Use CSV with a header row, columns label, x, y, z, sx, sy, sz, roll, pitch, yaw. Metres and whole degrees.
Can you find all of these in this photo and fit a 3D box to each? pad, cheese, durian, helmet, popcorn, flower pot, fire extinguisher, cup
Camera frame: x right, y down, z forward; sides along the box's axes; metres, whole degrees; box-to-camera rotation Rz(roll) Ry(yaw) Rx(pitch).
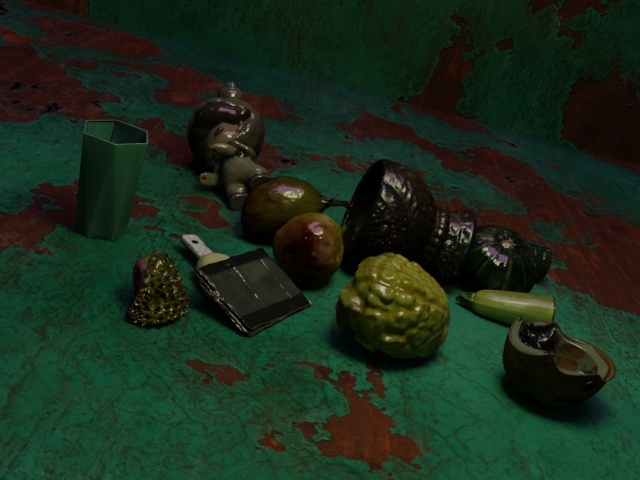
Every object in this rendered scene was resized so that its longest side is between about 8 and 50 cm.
label,x,y,z,sx,sy,sz,roll,pitch,yaw
pad,-0.131,0.097,1.728,0.174,0.022,0.233,47,31,15
cheese,-0.231,0.049,1.808,0.127,0.050,0.235,-4,30,-38
durian,-0.298,0.079,1.619,0.119,0.108,0.187,12,23,-8
helmet,0.452,0.251,1.688,0.224,0.130,0.198,18,24,-22
popcorn,0.158,0.135,1.728,0.225,0.174,0.286,36,16,9
flower pot,0.210,-0.027,2.038,0.267,0.267,0.266,24,21,-11
fire extinguisher,0.442,0.026,2.233,0.311,0.095,0.114,13,-16,-4
cup,-0.457,-0.126,1.827,0.148,0.236,0.134,24,24,13

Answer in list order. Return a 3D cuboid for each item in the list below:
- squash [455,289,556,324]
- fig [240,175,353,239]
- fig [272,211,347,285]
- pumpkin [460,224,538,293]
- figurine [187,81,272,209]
label,x,y,z,sx,sy,sz,roll,pitch,yaw
squash,0.423,0.153,1.977,0.224,0.094,0.094,11,22,9
fig,-0.056,-0.082,2.024,0.274,0.146,0.170,-4,14,16
fig,0.000,0.000,1.932,0.159,0.159,0.257,24,28,19
pumpkin,0.428,0.058,2.090,0.211,0.152,0.212,9,36,-7
figurine,-0.233,-0.239,2.282,0.203,0.248,0.381,9,36,-30
